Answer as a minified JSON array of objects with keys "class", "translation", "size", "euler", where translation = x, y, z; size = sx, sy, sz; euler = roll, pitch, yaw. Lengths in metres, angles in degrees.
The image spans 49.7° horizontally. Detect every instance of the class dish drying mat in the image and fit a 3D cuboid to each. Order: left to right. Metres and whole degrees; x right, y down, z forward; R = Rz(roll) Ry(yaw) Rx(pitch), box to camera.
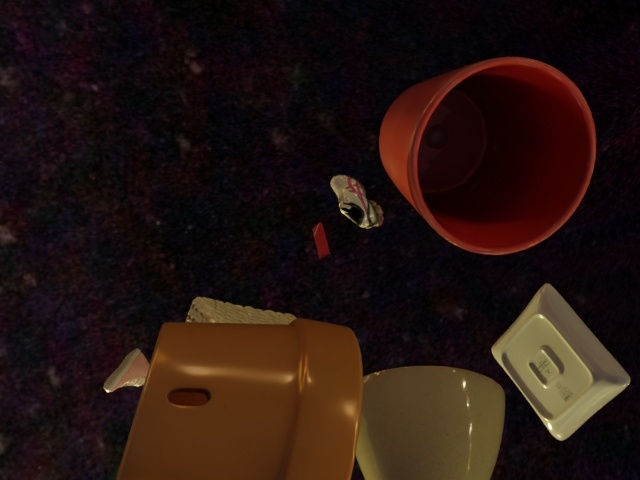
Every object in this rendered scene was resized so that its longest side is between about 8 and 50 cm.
[{"class":"dish drying mat","translation":[0.000,0.000,1.539],"size":[0.032,0.008,0.083],"euler":[-35,52,30]}]

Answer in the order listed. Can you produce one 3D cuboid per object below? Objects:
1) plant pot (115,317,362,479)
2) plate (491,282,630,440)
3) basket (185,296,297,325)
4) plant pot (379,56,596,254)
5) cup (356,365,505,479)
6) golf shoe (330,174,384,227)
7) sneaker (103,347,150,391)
[{"class":"plant pot","translation":[-0.099,0.210,0.745],"size":[0.204,0.291,0.290],"euler":[16,112,-11]},{"class":"plate","translation":[0.524,0.285,1.579],"size":[0.278,0.045,0.277],"euler":[56,141,29]},{"class":"basket","translation":[-0.157,0.325,1.665],"size":[0.331,0.328,0.266],"euler":[26,100,56]},{"class":"plant pot","translation":[0.217,-0.138,1.026],"size":[0.275,0.243,0.274],"euler":[-4,106,-15]},{"class":"cup","translation":[0.208,0.424,1.372],"size":[0.331,0.331,0.236],"euler":[-18,51,29]},{"class":"golf shoe","translation":[0.077,-0.103,1.735],"size":[0.186,0.086,0.067],"euler":[48,129,32]},{"class":"sneaker","translation":[-0.401,0.291,1.464],"size":[0.051,0.134,0.070],"euler":[-29,105,23]}]
